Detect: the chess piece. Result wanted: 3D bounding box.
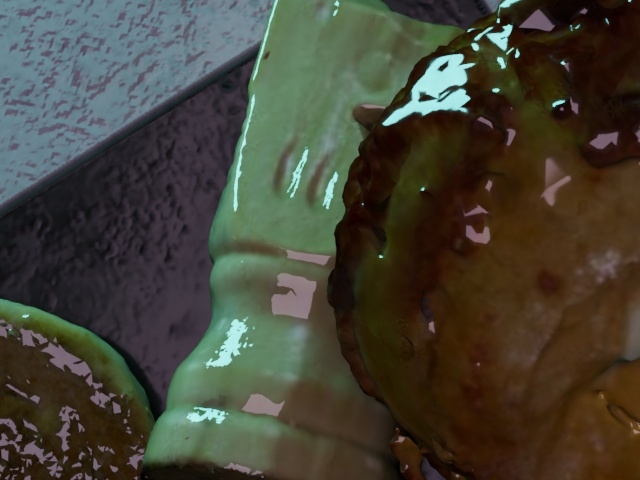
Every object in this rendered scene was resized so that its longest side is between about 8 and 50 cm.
[{"bbox_3d":[0.000,0.000,0.918,0.137,0.137,0.301,7,71,11],"label":"chess piece"}]

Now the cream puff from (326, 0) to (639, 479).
[{"bbox_3d":[0.175,0.002,0.810,0.350,0.229,0.350,-1,119,-2],"label":"cream puff"}]

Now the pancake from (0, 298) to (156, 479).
[{"bbox_3d":[-0.206,0.166,0.930,0.282,0.049,0.282,1,77,-4],"label":"pancake"}]
